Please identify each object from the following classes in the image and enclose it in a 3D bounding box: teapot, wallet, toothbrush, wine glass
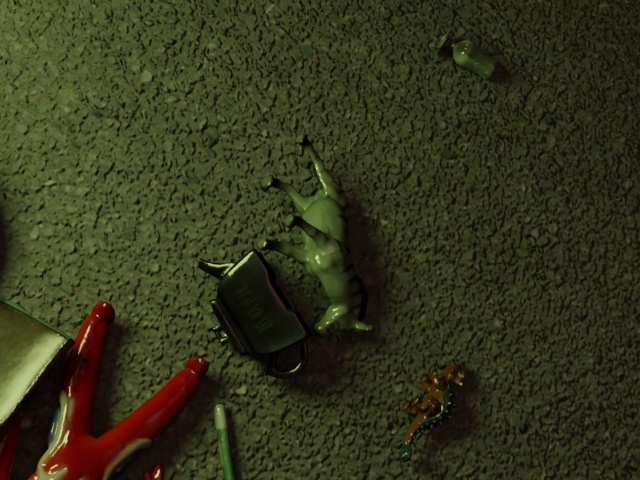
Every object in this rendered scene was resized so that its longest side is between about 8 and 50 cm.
[{"bbox_3d":[-0.081,0.087,1.170,0.096,0.087,0.177,-33,85,-1],"label":"teapot"},{"bbox_3d":[-0.382,0.178,1.048,0.137,0.031,0.255,23,65,28],"label":"wallet"},{"bbox_3d":[-0.094,0.314,1.136,0.024,0.018,0.257,-8,79,-12],"label":"toothbrush"},{"bbox_3d":[0.200,-0.251,1.368,0.083,0.039,0.042,31,67,-11],"label":"wine glass"}]

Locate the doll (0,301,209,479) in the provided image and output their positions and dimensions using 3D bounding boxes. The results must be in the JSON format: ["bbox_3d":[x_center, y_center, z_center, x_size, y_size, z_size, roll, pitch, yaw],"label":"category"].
[{"bbox_3d":[-0.271,0.259,1.062,0.188,0.099,0.384,29,66,-7],"label":"doll"}]

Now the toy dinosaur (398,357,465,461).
[{"bbox_3d":[0.134,0.203,1.218,0.055,0.049,0.154,39,63,-7],"label":"toy dinosaur"}]

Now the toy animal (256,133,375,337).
[{"bbox_3d":[0.004,-0.001,1.212,0.176,0.073,0.217,37,43,-39],"label":"toy animal"}]
